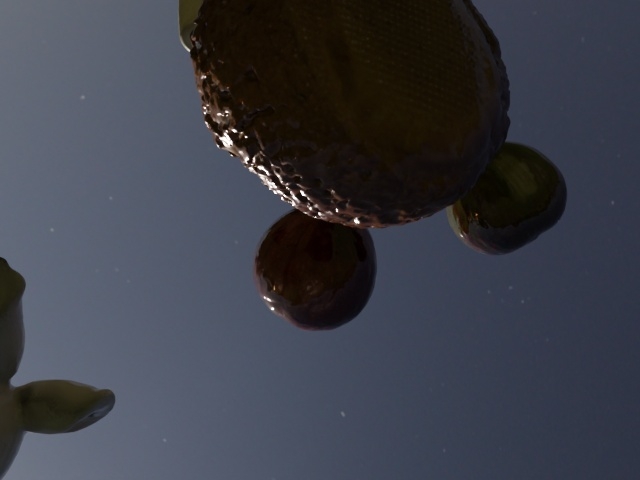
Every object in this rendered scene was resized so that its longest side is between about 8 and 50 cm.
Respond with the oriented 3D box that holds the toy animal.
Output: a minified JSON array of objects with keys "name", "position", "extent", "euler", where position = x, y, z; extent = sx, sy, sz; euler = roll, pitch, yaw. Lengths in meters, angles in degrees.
[{"name":"toy animal","position":[-0.352,0.156,0.565],"extent":[0.325,0.208,0.154],"euler":[-35,-160,-10]}]

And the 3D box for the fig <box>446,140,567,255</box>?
[{"name":"fig","position":[0.204,-0.105,0.864],"extent":[0.149,0.245,0.149],"euler":[-27,-176,2]}]

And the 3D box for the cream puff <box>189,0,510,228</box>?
[{"name":"cream puff","position":[0.019,-0.150,0.657],"extent":[0.212,0.303,0.303],"euler":[-22,-150,54]}]

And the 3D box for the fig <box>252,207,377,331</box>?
[{"name":"fig","position":[-0.002,0.007,0.890],"extent":[0.175,0.207,0.175],"euler":[7,-143,-5]}]

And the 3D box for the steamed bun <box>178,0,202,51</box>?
[{"name":"steamed bun","position":[-0.143,-0.443,1.266],"extent":[0.250,0.155,0.200],"euler":[-42,-140,21]}]
